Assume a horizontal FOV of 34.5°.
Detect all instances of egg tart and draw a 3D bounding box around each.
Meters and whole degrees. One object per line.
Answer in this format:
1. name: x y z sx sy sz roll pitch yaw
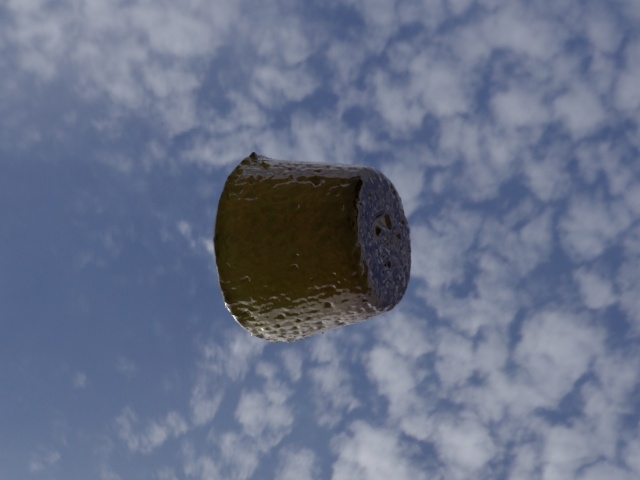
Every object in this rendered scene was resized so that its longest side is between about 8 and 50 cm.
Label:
1. egg tart: 0.000 0.000 1.044 0.147 0.202 0.202 -9 -112 28
